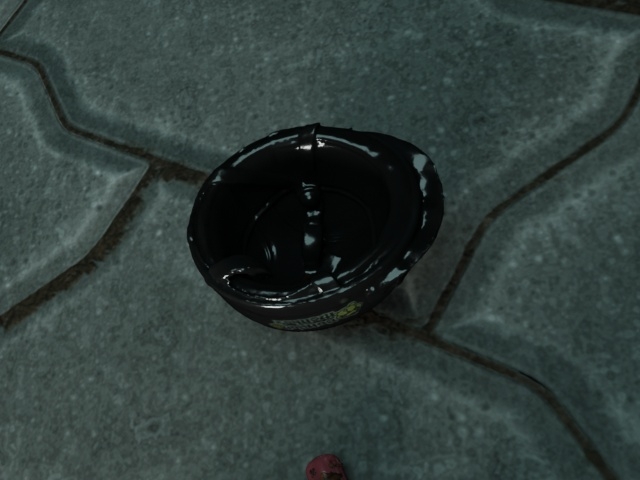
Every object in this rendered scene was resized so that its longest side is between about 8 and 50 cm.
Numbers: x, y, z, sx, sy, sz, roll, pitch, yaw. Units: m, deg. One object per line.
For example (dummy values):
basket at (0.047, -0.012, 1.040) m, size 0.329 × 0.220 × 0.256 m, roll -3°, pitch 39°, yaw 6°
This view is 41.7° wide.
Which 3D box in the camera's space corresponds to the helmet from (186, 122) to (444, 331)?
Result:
helmet at (0.000, 0.000, 0.945) m, size 0.279 × 0.160 × 0.230 m, roll -8°, pitch 57°, yaw 5°

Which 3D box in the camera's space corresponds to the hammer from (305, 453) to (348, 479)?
hammer at (0.015, 0.260, 0.861) m, size 0.043 × 0.043 × 0.083 m, roll -30°, pitch 53°, yaw 4°
